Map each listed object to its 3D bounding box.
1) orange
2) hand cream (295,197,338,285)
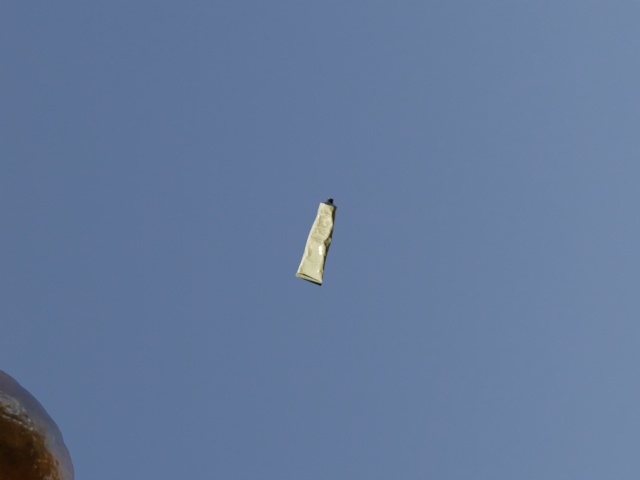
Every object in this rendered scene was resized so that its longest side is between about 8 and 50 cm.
[{"bbox_3d":[-0.334,0.220,1.219,0.171,0.240,0.240,-25,-76,-46],"label":"orange"},{"bbox_3d":[0.000,0.000,1.398,0.030,0.019,0.093,16,-87,7],"label":"hand cream"}]
